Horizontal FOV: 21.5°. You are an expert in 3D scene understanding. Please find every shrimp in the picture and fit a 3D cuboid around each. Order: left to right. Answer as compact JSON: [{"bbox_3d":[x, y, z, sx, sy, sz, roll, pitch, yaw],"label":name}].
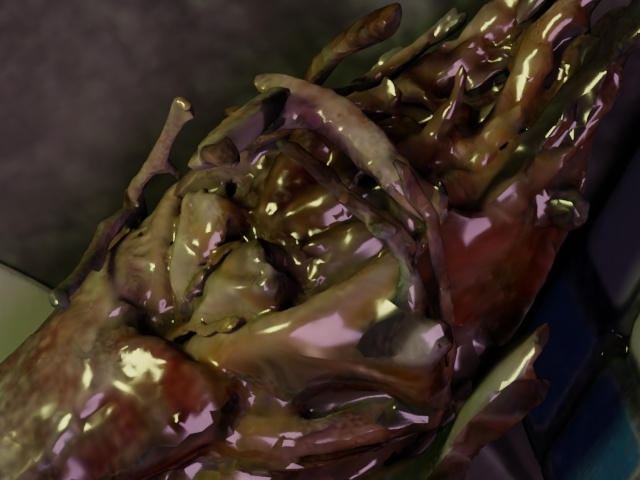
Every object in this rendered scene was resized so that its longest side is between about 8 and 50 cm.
[{"bbox_3d":[0.002,-0.001,0.503,0.145,0.116,0.343,33,108,-28],"label":"shrimp"}]

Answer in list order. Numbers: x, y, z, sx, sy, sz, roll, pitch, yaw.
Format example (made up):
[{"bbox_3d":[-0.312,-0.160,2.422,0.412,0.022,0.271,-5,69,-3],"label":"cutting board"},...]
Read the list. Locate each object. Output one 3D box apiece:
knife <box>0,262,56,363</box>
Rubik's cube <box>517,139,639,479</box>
[{"bbox_3d":[-0.047,0.125,0.616,0.081,0.043,0.336,-27,119,0],"label":"knife"},{"bbox_3d":[0.260,0.051,0.469,0.292,0.293,0.287,17,120,-17],"label":"Rubik's cube"}]
